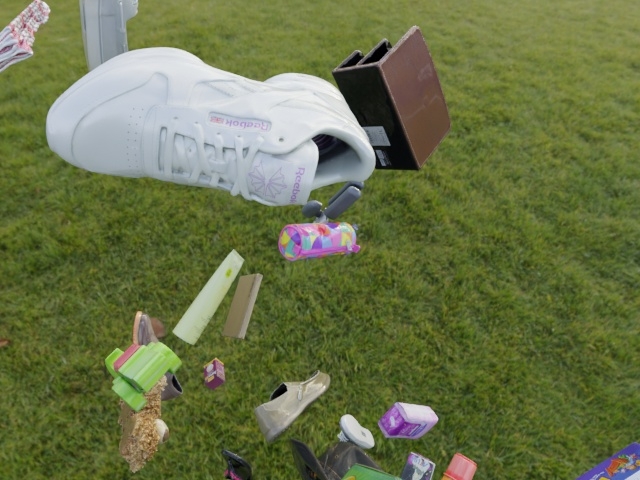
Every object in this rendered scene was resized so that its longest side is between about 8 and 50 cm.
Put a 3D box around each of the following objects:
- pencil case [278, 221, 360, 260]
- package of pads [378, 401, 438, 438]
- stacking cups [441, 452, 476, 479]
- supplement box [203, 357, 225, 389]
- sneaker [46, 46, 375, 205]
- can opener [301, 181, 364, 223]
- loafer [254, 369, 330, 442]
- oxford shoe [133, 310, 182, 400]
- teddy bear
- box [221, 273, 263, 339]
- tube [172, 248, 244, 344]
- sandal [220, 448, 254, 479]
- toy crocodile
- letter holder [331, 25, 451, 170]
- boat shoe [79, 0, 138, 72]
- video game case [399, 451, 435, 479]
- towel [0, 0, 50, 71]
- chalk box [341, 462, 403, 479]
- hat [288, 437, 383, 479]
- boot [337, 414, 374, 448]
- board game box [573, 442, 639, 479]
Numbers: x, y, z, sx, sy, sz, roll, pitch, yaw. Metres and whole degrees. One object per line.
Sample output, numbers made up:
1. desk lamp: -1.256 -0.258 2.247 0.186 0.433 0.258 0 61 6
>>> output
1. pencil case: 0.000 0.000 1.360 0.236 0.105 0.104 -5 39 -43
2. package of pads: 0.129 0.265 0.729 0.083 0.050 0.032 23 22 -40
3. stacking cups: 0.308 0.712 1.294 0.096 0.096 0.316 24 69 22
4. supplement box: -0.349 0.438 1.634 0.055 0.043 0.083 -36 35 6
5. sneaker: -0.084 -0.099 0.465 0.304 0.114 0.152 -8 44 -25
6. can opener: 0.029 -0.106 1.499 0.093 0.280 0.074 30 57 -19
7. loafer: -0.036 0.214 0.683 0.050 0.056 0.148 47 29 10
8. oxford shoe: -0.583 0.412 1.788 0.132 0.364 0.130 -9 22 -6
9. teddy bear: -0.485 0.473 1.381 0.113 0.338 0.245 24 82 -26
10. box: -0.245 0.204 1.550 0.021 0.164 0.201 22 73 -24
11. tube: -0.262 0.134 1.197 0.240 0.062 0.070 -58 25 -13
12. sandal: -0.184 0.529 1.115 0.067 0.179 0.040 12 43 28
13. toy crocodile: -0.352 0.245 0.958 0.105 0.340 0.115 46 65 -8
14. letter holder: 0.201 -0.368 1.300 0.152 0.302 0.214 10 50 45
15. boat shoe: -0.257 -0.287 0.611 0.063 0.184 0.066 -10 46 -30
16. video game case: 0.114 0.425 0.746 0.041 0.232 0.210 21 74 19
17. towel: -0.354 -0.189 0.534 0.144 0.029 0.197 -38 37 7
18. chalk box: 0.068 0.359 0.512 0.179 0.180 0.289 43 67 6
19. hat: 0.071 0.533 1.065 0.133 0.331 0.331 -29 52 -24
20. boot: 0.081 0.571 1.445 0.086 0.190 0.069 -26 41 14
21. board game box: 0.437 0.516 0.774 0.347 0.078 0.234 -28 83 -7
